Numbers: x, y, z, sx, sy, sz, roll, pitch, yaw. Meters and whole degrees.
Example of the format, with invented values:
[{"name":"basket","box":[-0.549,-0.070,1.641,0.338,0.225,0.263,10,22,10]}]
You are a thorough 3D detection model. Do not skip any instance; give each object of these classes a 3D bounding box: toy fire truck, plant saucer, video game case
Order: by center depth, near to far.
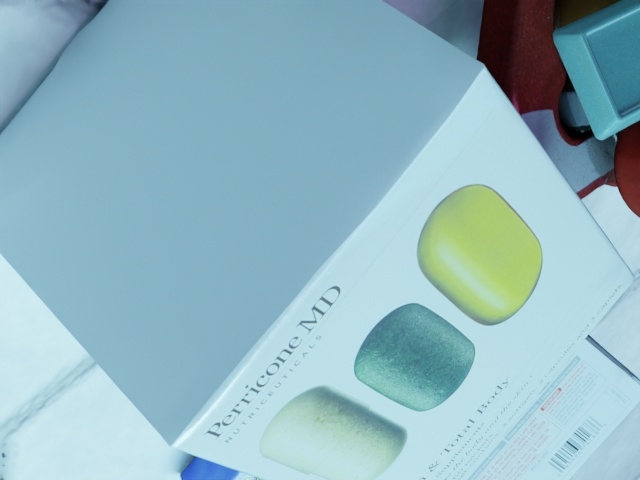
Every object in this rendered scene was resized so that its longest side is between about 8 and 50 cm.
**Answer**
[{"name":"plant saucer","box":[0.220,-0.125,0.670,0.192,0.018,0.067,-27,95,-25]},{"name":"toy fire truck","box":[0.213,-0.160,0.757,0.302,0.169,0.254,-29,115,-26]},{"name":"video game case","box":[0.074,0.141,0.848,0.244,0.061,0.269,38,95,-31]}]

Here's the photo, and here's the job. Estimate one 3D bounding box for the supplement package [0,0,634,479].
[{"name":"supplement package","box":[0.000,0.000,0.600,0.199,0.198,0.263,-50,146,1]}]
